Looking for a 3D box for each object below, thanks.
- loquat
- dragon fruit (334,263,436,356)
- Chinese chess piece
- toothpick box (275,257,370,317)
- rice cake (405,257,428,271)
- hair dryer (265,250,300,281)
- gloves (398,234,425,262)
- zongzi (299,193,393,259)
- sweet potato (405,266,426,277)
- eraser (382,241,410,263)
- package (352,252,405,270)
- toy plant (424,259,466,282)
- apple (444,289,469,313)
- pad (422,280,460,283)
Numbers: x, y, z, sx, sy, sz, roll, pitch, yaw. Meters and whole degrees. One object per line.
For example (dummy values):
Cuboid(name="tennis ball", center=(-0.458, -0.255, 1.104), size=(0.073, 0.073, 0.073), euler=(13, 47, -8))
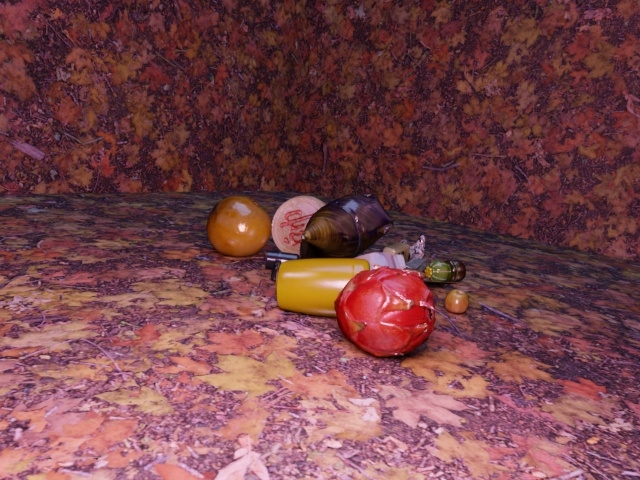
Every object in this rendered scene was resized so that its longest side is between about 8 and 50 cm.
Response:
Cuboid(name="loquat", center=(-0.323, -0.051, 2.028), size=(0.264, 0.262, 0.263), euler=(7, 12, -1))
Cuboid(name="dragon fruit", center=(0.158, 0.174, 1.242), size=(0.253, 0.240, 0.241), euler=(23, 17, 20))
Cuboid(name="Chinese chess piece", center=(-0.069, -0.050, 2.067), size=(0.270, 0.269, 0.112), euler=(13, -4, 25))
Cuboid(name="toothpick box", center=(0.004, 0.135, 1.457), size=(0.272, 0.174, 0.175), euler=(2, 11, 7))
Cuboid(name="rice cake", center=(0.375, 0.112, 2.023), size=(0.066, 0.062, 0.336), euler=(5, 5, 20))
Cuboid(name="hair dryer", center=(-0.143, 0.101, 1.814), size=(0.125, 0.071, 0.219), euler=(7, 18, 0))
Cuboid(name="gloves", center=(0.423, 0.042, 2.329), size=(0.128, 0.110, 0.212), euler=(-15, -1, 38))
Cuboid(name="zongzi", center=(-0.019, 0.018, 1.713), size=(0.432, 0.207, 0.403), euler=(-22, -12, -47))
Cuboid(name="sweet potato", center=(0.188, 0.108, 1.730), size=(0.342, 0.092, 0.114), euler=(-2, -15, 39))
Cuboid(name="eraser", center=(0.304, 0.076, 2.050), size=(0.058, 0.117, 0.172), euler=(13, 13, 29))
Cuboid(name="package", center=(0.155, 0.135, 1.588), size=(0.251, 0.062, 0.203), euler=(-4, 49, -3))
Cuboid(name="toy plant", center=(0.490, 0.124, 1.993), size=(0.163, 0.092, 0.093), euler=(1, 13, -23))
Cuboid(name="apple", center=(0.445, 0.199, 1.648), size=(0.084, 0.071, 0.084), euler=(6, 12, -1))
Cuboid(name="pad", center=(0.374, 0.154, 1.864), size=(0.235, 0.003, 0.158), euler=(5, -8, -14))
